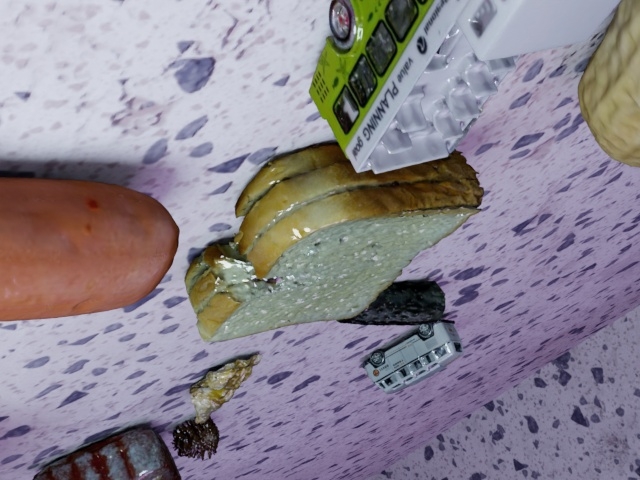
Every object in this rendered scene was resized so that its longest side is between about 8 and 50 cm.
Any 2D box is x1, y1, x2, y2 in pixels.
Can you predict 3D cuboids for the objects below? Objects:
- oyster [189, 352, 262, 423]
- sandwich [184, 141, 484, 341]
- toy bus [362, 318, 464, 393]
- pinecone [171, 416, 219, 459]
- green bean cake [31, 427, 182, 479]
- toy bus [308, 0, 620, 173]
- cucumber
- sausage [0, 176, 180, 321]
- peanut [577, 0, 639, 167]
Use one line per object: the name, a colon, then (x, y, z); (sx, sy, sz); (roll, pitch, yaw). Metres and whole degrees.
oyster: (-0.149, 0.214, 1.423); (0.146, 0.045, 0.121); (-27, 147, 1)
sandwich: (0.001, 0.001, 0.981); (0.249, 0.095, 0.273); (-7, 154, -36)
toy bus: (0.177, 0.223, 1.774); (0.194, 0.089, 0.087); (-33, 160, 19)
pinecone: (-0.213, 0.337, 1.595); (0.083, 0.077, 0.077); (-5, 164, 12)
green bean cake: (-0.335, 0.387, 1.521); (0.199, 0.097, 0.232); (-26, 161, -6)
toy bus: (0.093, -0.155, 0.627); (0.113, 0.139, 0.301); (-15, 159, -25)
cucumber: (0.105, 0.106, 1.422); (0.211, 0.062, 0.078); (-4, 151, -48)
sausage: (-0.220, 0.007, 0.692); (0.259, 0.113, 0.113); (0, 148, -49)
peanut: (0.340, -0.169, 0.901); (0.174, 0.158, 0.340); (-52, 173, -20)
